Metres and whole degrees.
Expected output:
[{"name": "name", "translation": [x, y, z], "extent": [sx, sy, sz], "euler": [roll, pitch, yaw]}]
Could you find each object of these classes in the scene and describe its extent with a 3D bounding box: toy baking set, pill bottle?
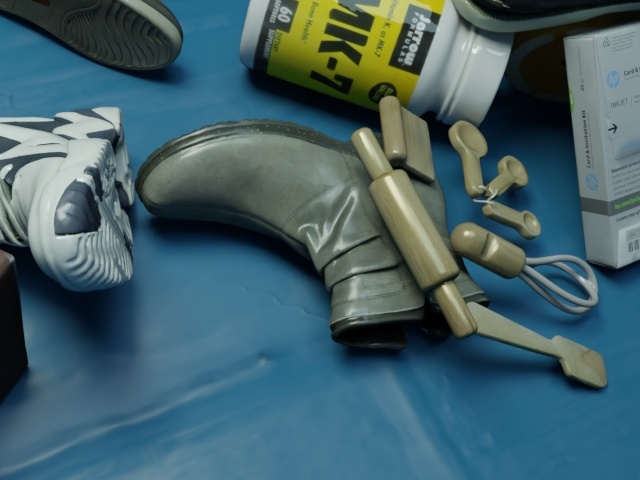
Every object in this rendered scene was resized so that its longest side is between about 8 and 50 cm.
[{"name": "toy baking set", "translation": [0.127, -0.002, 0.665], "extent": [0.197, 0.030, 0.256], "euler": [-7, 66, -43]}, {"name": "pill bottle", "translation": [0.047, -0.171, 0.756], "extent": [0.208, 0.119, 0.119], "euler": [18, 53, -2]}]

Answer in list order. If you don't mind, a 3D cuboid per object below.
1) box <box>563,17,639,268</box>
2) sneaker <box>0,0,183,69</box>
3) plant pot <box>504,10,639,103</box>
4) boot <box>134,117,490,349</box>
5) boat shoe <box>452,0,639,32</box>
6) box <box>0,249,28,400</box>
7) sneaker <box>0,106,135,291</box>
[{"name": "box", "translation": [0.271, -0.087, 0.734], "extent": [0.145, 0.186, 0.038], "euler": [-19, 19, -25]}, {"name": "sneaker", "translation": [-0.197, -0.231, 0.757], "extent": [0.222, 0.083, 0.118], "euler": [26, 53, 5]}, {"name": "plant pot", "translation": [0.232, -0.236, 0.817], "extent": [0.205, 0.205, 0.188], "euler": [9, 70, -8]}, {"name": "boot", "translation": [0.000, 0.000, 0.646], "extent": [0.246, 0.083, 0.161], "euler": [-2, 58, -22]}, {"name": "boat shoe", "translation": [0.265, -0.251, 0.671], "extent": [0.340, 0.113, 0.127], "euler": [-10, 75, -2]}, {"name": "box", "translation": [-0.330, 0.137, 0.434], "extent": [0.191, 0.143, 0.381], "euler": [25, 52, 3]}, {"name": "sneaker", "translation": [-0.202, -0.025, 0.571], "extent": [0.153, 0.094, 0.235], "euler": [-9, 28, -6]}]
